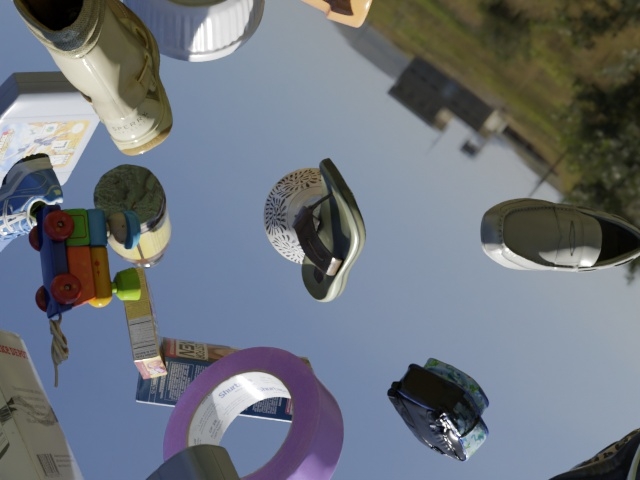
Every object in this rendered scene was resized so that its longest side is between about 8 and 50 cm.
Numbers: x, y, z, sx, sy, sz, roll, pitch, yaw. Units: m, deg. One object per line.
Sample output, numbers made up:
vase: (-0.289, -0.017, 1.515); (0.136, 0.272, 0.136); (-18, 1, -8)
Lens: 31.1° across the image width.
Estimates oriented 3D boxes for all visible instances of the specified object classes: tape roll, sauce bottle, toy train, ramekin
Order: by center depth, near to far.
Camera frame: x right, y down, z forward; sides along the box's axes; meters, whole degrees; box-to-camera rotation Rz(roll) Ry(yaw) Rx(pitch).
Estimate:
toy train: (-0.315, 0.073, 1.596); (0.143, 0.248, 0.105); (-4, 171, -28)
ramekin: (-0.182, -0.372, 1.646); (0.207, 0.207, 0.109); (41, 159, 12)
tape roll: (-0.105, 0.304, 1.781); (0.275, 0.275, 0.090); (49, 177, 44)
sauce bottle: (-0.296, -0.024, 1.849); (0.111, 0.111, 0.344); (39, 165, 5)

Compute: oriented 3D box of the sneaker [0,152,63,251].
sneaker: (-0.453, -0.038, 1.712); (0.080, 0.211, 0.081); (-17, -113, -49)

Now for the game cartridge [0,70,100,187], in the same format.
game cartridge: (-0.492, -0.179, 1.960); (0.198, 0.297, 0.062); (-13, -114, -38)

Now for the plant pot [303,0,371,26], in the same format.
plant pot: (0.001, -0.530, 1.963); (0.204, 0.290, 0.291); (12, -164, -8)

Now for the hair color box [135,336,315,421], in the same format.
hair color box: (-0.192, 0.279, 2.324); (0.347, 0.105, 0.174); (9, -173, -9)

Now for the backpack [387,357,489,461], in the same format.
backpack: (0.152, 0.204, 1.381); (0.105, 0.084, 0.114); (19, 146, 49)

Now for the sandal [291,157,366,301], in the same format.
sandal: (0.000, 0.002, 1.770); (0.086, 0.302, 0.120); (-15, -126, -22)

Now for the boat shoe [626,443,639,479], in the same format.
boat shoe: (0.475, 0.234, 1.306); (0.187, 0.156, 0.500); (29, -125, -1)

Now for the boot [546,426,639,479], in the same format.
boot: (0.466, 0.349, 1.668); (0.138, 0.377, 0.284); (54, -156, 22)

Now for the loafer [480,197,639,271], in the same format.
loafer: (0.364, -0.008, 1.704); (0.320, 0.112, 0.111); (0, 178, -41)

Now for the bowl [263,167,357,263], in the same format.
bowl: (-0.009, -0.042, 1.972); (0.170, 0.170, 0.080); (36, 174, -10)

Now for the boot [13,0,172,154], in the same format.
boot: (-0.257, -0.239, 1.252); (0.203, 0.095, 0.262); (58, -172, -49)

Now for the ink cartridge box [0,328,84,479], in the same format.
ink cartridge box: (-0.438, 0.285, 1.581); (0.307, 0.129, 0.223); (63, 178, 11)

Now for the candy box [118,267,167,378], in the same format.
candy box: (-0.336, 0.157, 2.177); (0.109, 0.053, 0.186); (88, 170, -66)

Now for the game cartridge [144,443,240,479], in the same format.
game cartridge: (-0.163, 0.359, 1.183); (0.060, 0.294, 0.196); (16, -150, -36)
